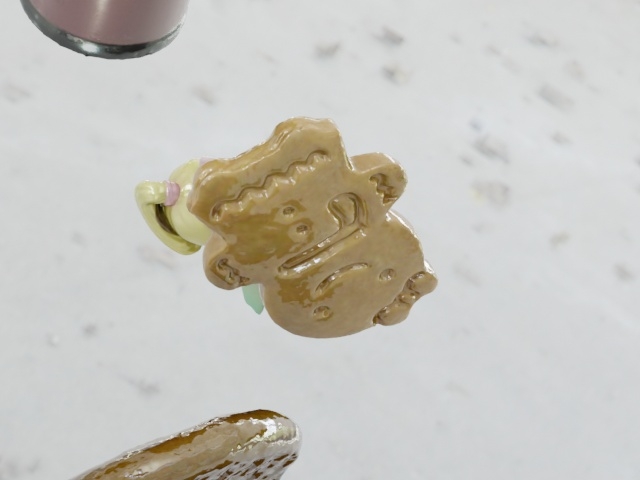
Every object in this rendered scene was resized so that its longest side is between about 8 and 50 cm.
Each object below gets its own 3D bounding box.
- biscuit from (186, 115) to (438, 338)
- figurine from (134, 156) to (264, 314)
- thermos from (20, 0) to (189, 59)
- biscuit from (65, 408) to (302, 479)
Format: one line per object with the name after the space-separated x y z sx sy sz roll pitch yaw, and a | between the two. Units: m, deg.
-0.005 0.001 1.096 0.133 0.184 0.027 -21 45 -1 | biscuit
-0.068 -0.004 1.334 0.083 0.083 0.187 52 4 31 | figurine
-0.104 -0.258 1.025 0.136 0.330 0.109 22 48 -3 | thermos
-0.104 0.143 0.946 0.212 0.212 0.036 -10 67 -50 | biscuit
